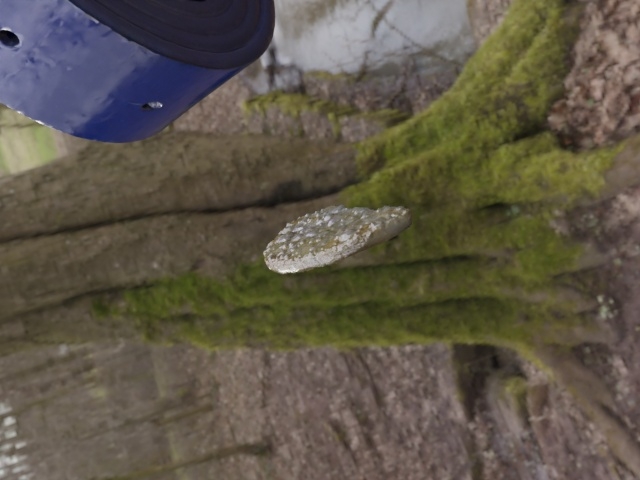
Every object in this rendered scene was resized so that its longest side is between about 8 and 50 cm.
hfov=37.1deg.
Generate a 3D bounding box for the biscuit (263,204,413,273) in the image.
[{"bbox_3d":[0.001,0.002,1.170,0.038,0.141,0.290,64,162,-12],"label":"biscuit"}]

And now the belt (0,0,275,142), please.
[{"bbox_3d":[-0.186,-0.215,0.574,0.117,0.212,0.347,-26,115,40],"label":"belt"}]
